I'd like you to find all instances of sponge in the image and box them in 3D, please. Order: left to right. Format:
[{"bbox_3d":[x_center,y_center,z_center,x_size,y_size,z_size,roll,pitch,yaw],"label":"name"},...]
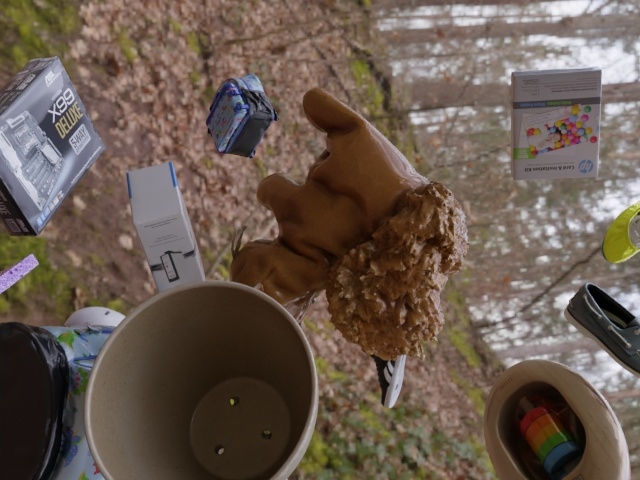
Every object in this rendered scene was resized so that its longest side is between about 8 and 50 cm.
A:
[{"bbox_3d":[-0.654,0.099,1.632,0.031,0.117,0.210,60,23,-12],"label":"sponge"}]

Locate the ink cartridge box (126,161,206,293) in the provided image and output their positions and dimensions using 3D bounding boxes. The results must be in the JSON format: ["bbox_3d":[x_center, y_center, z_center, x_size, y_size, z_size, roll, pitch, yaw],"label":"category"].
[{"bbox_3d":[-0.262,-0.008,1.433,0.148,0.086,0.203,-112,-171,-46],"label":"ink cartridge box"}]

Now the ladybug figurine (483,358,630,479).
[{"bbox_3d":[0.546,0.468,1.893,0.305,0.162,0.449,-44,-144,17],"label":"ladybug figurine"}]

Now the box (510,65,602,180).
[{"bbox_3d":[0.400,-0.198,1.422,0.038,0.145,0.186,-77,163,-65],"label":"box"}]

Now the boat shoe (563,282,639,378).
[{"bbox_3d":[0.694,0.212,1.865,0.319,0.116,0.099,40,-53,34],"label":"boat shoe"}]

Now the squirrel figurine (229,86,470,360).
[{"bbox_3d":[0.030,0.026,1.366,0.397,0.370,0.281,40,-5,32],"label":"squirrel figurine"}]

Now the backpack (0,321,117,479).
[{"bbox_3d":[-0.370,0.278,1.399,0.355,0.274,0.290,5,99,-71],"label":"backpack"}]

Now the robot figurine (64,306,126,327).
[{"bbox_3d":[-0.477,0.274,1.709,0.209,0.174,0.278,9,-108,49],"label":"robot figurine"}]

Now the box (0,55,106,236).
[{"bbox_3d":[-0.593,-0.198,1.726,0.307,0.077,0.242,-67,148,-44],"label":"box"}]

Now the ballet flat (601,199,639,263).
[{"bbox_3d":[0.624,-0.042,1.585,0.077,0.231,0.077,55,-25,-10],"label":"ballet flat"}]

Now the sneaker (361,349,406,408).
[{"bbox_3d":[0.162,0.333,2.243,0.079,0.121,0.216,20,82,-68],"label":"sneaker"}]

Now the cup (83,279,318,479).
[{"bbox_3d":[-0.146,0.257,1.237,0.237,0.331,0.331,67,8,-62],"label":"cup"}]

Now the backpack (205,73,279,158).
[{"bbox_3d":[-0.191,-0.296,1.890,0.158,0.117,0.173,-51,-130,38],"label":"backpack"}]

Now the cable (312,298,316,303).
[{"bbox_3d":[0.000,0.000,1.795,0.139,0.072,0.287,-134,-138,-82],"label":"cable"}]
